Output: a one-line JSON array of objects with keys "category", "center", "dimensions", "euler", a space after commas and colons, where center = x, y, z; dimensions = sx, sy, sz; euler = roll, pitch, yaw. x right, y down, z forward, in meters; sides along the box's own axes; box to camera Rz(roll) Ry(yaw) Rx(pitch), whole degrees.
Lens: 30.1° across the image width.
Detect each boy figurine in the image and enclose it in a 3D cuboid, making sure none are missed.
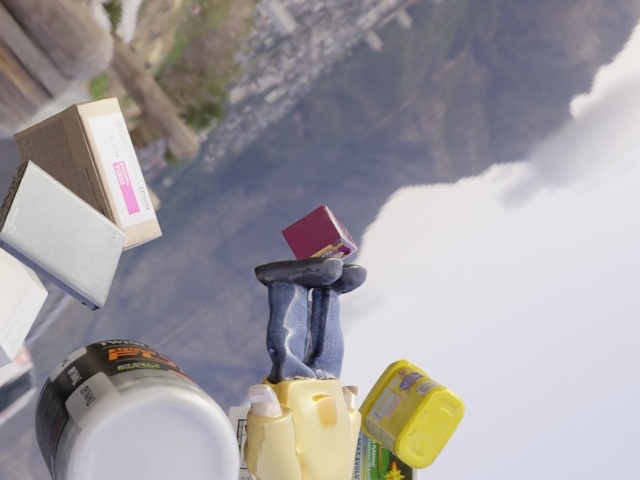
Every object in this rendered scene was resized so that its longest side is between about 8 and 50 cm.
[{"category": "boy figurine", "center": [-0.011, 0.159, 1.029], "dimensions": [0.092, 0.285, 0.177], "euler": [-9, 163, 26]}]

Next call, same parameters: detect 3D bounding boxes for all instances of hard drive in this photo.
[{"category": "hard drive", "center": [-0.258, -0.004, 1.181], "dimensions": [0.022, 0.135, 0.094], "euler": [-19, -135, 37]}]

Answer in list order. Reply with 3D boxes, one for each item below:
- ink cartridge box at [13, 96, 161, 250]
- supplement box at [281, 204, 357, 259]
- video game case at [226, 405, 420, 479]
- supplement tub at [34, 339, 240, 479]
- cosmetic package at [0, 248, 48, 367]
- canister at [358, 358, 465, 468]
[{"category": "ink cartridge box", "center": [-0.370, -0.087, 1.881], "dimensions": [0.193, 0.235, 0.088], "euler": [-14, -176, 44]}, {"category": "supplement box", "center": [0.000, 0.000, 1.258], "dimensions": [0.055, 0.043, 0.083], "euler": [-31, 165, 7]}, {"category": "video game case", "center": [-0.004, 0.402, 1.750], "dimensions": [0.036, 0.300, 0.329], "euler": [92, 2, -53]}, {"category": "supplement tub", "center": [-0.222, 0.223, 1.367], "dimensions": [0.193, 0.193, 0.316], "euler": [-38, -162, -12]}, {"category": "cosmetic package", "center": [-0.456, 0.039, 1.419], "dimensions": [0.138, 0.225, 0.224], "euler": [-28, -163, 7]}, {"category": "canister", "center": [0.127, 0.246, 1.694], "dimensions": [0.126, 0.073, 0.170], "euler": [-55, -164, -4]}]
